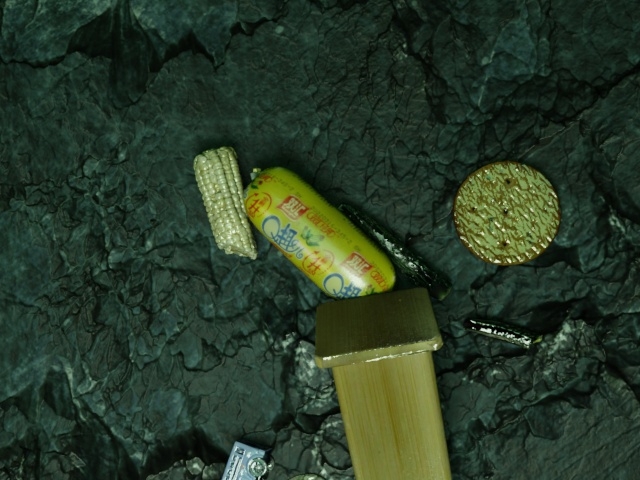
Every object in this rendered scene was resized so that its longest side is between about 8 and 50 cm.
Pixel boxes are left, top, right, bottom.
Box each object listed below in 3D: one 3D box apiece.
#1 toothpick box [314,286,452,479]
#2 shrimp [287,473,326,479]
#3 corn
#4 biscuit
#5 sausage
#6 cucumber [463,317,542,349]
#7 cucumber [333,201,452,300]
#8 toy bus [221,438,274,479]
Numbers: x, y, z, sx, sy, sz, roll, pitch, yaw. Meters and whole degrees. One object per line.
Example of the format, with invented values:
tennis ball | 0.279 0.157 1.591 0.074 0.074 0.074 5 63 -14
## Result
toothpick box | 0.110 0.260 1.198 0.188 0.190 0.307 -11 108 3
shrimp | -0.046 0.474 1.305 0.091 0.034 0.161 35 81 20
corn | -0.172 -0.064 1.353 0.087 0.087 0.210 -12 84 4
biscuit | 0.326 -0.049 1.330 0.188 0.027 0.187 -1 83 7
sausage | 0.000 0.000 1.305 0.347 0.123 0.123 42 89 8
cucumber | 0.314 0.155 1.304 0.135 0.033 0.034 19 48 7
cucumber | 0.124 0.012 1.333 0.257 0.044 0.043 39 131 11
toy bus | -0.138 0.430 1.296 0.076 0.073 0.167 18 82 10
